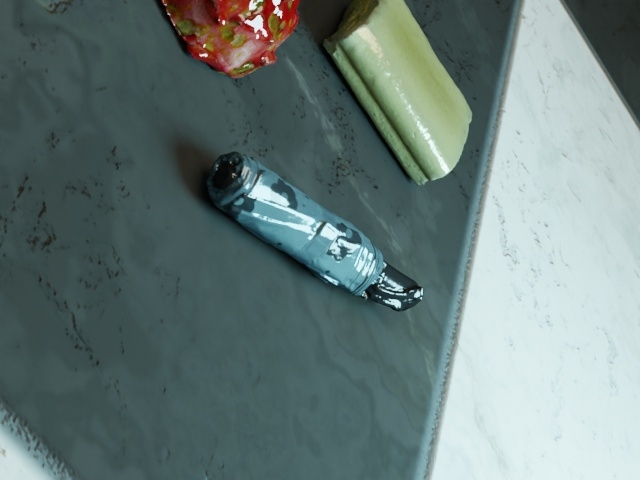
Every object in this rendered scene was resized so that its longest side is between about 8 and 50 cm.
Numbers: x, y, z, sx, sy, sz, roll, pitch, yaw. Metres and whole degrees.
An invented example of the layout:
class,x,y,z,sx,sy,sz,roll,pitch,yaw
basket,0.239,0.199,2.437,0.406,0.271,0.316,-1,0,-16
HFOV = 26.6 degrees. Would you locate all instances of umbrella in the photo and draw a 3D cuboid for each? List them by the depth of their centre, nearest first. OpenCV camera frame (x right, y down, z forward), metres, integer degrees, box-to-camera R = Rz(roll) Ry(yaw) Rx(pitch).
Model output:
class,x,y,z,sx,sy,sz,roll,pitch,yaw
umbrella,-0.001,-0.001,1.113,0.250,0.052,0.053,33,9,-44

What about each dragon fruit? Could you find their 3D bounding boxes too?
class,x,y,z,sx,sy,sz,roll,pitch,yaw
dragon fruit,-0.053,-0.219,1.125,0.153,0.111,0.153,38,43,-45

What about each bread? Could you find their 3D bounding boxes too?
class,x,y,z,sx,sy,sz,roll,pitch,yaw
bread,0.081,-0.158,1.348,0.178,0.060,0.139,55,32,-20
